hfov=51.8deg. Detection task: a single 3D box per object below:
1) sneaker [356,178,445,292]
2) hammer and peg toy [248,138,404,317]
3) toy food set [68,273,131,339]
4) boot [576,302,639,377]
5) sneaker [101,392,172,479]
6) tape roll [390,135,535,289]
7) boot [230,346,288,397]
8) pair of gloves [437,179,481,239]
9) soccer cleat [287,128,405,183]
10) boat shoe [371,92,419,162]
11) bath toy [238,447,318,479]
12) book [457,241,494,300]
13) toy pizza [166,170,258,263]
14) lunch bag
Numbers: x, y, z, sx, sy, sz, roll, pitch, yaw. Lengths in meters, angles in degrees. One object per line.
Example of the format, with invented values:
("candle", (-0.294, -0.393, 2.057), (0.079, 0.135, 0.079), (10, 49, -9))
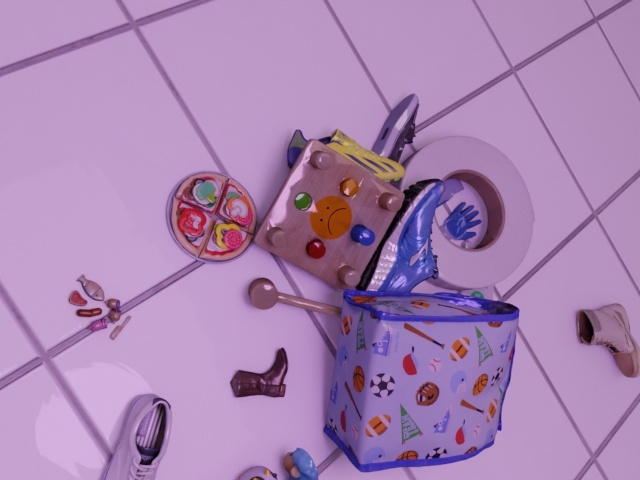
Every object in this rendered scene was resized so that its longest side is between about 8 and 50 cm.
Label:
("sneaker", (0.206, 0.016, 1.493), (0.147, 0.130, 0.329), (24, 94, -12))
("hammer and peg toy", (0.000, 0.000, 1.413), (0.266, 0.127, 0.361), (28, 91, -21))
("toy food set", (-0.414, 0.127, 1.222), (0.122, 0.019, 0.078), (41, 61, -15))
("boot", (0.803, 0.287, 1.842), (0.165, 0.077, 0.213), (-3, 74, -31))
("sneaker", (-0.326, 0.398, 1.161), (0.094, 0.091, 0.258), (16, 70, -26))
("tape roll", (0.354, -0.068, 1.645), (0.392, 0.072, 0.391), (4, 79, -20))
("boot", (-0.125, 0.268, 1.345), (0.114, 0.037, 0.106), (8, 71, -23))
("pair of gloves", (0.333, -0.087, 1.700), (0.159, 0.023, 0.198), (-27, 92, -32))
("soccer cleat", (0.066, -0.192, 1.509), (0.289, 0.093, 0.121), (5, 93, -18))
("boat shoe", (0.199, -0.261, 1.637), (0.076, 0.080, 0.228), (39, 63, -23))
("bath toy", (-0.150, 0.528, 1.210), (0.348, 0.129, 0.151), (-31, 60, -33))
("book", (0.400, 0.084, 1.692), (0.096, 0.035, 0.144), (15, 72, -22))
("toy pizza", (-0.218, -0.051, 1.371), (0.201, 0.032, 0.201), (8, 74, -28))
("lunch bag", (0.226, 0.279, 1.380), (0.386, 0.239, 0.327), (3, 100, -22))
